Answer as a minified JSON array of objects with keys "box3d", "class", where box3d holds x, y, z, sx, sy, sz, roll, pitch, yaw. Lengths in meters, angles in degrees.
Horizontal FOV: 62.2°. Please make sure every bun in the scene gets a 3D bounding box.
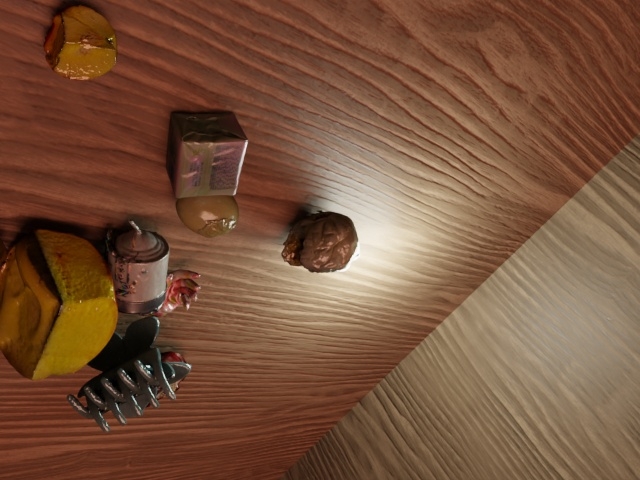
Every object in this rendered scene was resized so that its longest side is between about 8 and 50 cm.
[{"box3d":[0.015,-0.001,1.853,0.282,0.282,0.204,-5,101,-30],"class":"bun"}]

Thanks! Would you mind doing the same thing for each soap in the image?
[{"box3d":[-0.313,-0.233,1.445,0.182,0.138,0.199,-6,136,-28],"class":"soap"}]

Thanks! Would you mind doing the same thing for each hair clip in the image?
[{"box3d":[-0.634,0.459,1.761,0.319,0.238,0.391,-25,109,2],"class":"hair clip"}]

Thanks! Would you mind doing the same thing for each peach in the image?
[{"box3d":[-0.730,0.158,1.476,0.243,0.306,0.380,-12,129,-56],"class":"peach"},{"box3d":[-0.509,-0.413,1.134,0.151,0.118,0.151,-3,95,-35],"class":"peach"}]

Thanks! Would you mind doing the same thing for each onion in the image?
[{"box3d":[-0.646,0.528,2.060,0.272,0.195,0.272,-42,173,-6],"class":"onion"}]

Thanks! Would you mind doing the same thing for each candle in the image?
[{"box3d":[-0.542,0.056,1.569,0.188,0.187,0.329,-5,127,-30],"class":"candle"}]

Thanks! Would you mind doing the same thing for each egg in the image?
[{"box3d":[-0.333,-0.090,1.572,0.164,0.164,0.202,-45,136,17],"class":"egg"}]

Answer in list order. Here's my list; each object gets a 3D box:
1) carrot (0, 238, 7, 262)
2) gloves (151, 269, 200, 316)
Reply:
[{"box3d":[-0.950,0.039,1.243,0.242,0.340,0.241,4,115,8],"class":"carrot"},{"box3d":[-0.497,0.167,1.786,0.241,0.126,0.145,-36,114,12],"class":"gloves"}]
